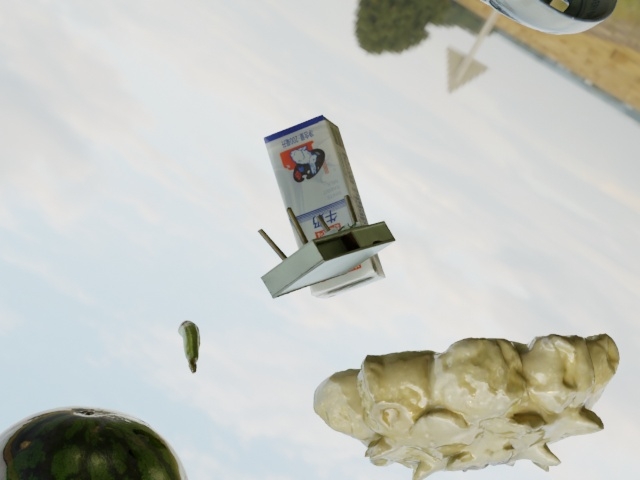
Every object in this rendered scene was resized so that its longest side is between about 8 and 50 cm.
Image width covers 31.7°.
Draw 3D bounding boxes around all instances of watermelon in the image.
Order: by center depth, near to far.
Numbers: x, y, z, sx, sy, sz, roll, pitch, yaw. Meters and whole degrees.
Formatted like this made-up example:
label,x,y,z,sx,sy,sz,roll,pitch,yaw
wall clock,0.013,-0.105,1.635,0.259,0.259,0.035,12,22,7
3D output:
label,x,y,z,sx,sy,sz,roll,pitch,yaw
watermelon,-0.299,0.347,1.437,0.285,0.285,0.285,29,-166,-8

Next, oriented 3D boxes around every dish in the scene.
label,x,y,z,sx,sy,sz,roll,pitch,yaw
dish,0.264,-0.375,1.538,0.273,0.134,0.273,19,-128,-27

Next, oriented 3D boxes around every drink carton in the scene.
label,x,y,z,sx,sy,sz,roll,pitch,yaw
drink carton,0.009,-0.058,2.066,0.106,0.130,0.315,20,-130,-72

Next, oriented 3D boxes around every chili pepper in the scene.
label,x,y,z,sx,sy,sz,roll,pitch,yaw
chili pepper,-0.249,0.190,2.150,0.043,0.049,0.208,35,-173,-16

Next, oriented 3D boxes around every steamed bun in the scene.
label,x,y,z,sx,sy,sz,roll,pitch,yaw
steamed bun,0.143,0.174,1.121,0.295,0.292,0.137,3,-105,-52

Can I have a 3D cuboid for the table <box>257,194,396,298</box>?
label,x,y,z,sx,sy,sz,roll,pitch,yaw
table,0.000,0.000,1.850,0.240,0.121,0.111,-15,-108,-59
